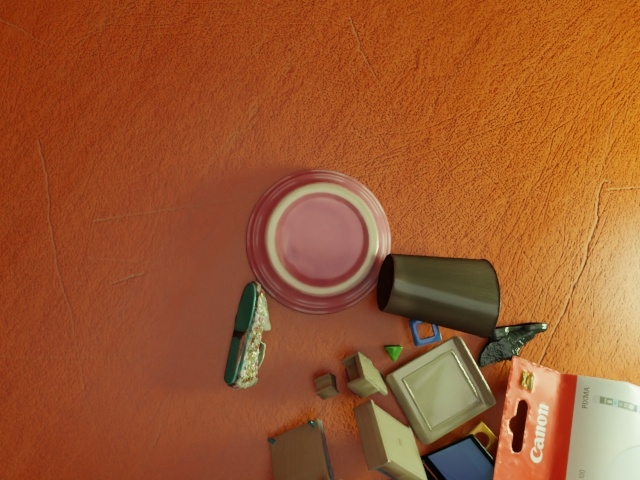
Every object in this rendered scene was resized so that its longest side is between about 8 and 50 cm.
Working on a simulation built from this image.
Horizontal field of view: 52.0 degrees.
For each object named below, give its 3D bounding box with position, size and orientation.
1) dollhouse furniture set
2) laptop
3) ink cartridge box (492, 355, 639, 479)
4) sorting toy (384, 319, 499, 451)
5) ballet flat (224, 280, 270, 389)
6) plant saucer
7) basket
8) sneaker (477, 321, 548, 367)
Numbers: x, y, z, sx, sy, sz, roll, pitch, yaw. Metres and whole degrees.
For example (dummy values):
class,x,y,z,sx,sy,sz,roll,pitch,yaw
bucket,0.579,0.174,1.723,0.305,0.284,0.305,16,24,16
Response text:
class,x,y,z,sx,sy,sz,roll,pitch,yaw
dollhouse furniture set,0.032,0.458,1.438,0.303,0.198,0.286,-29,47,15
laptop,0.285,0.593,1.424,0.264,0.136,0.234,-39,90,-19
ink cartridge box,0.585,0.444,1.424,0.385,0.091,0.308,20,67,-8
sorting toy,0.272,0.340,1.493,0.196,0.047,0.347,-29,89,-3
ballet flat,-0.152,0.210,1.445,0.077,0.091,0.240,15,88,-36
plant saucer,0.000,0.000,1.468,0.332,0.084,0.332,0,86,-7
basket,0.248,0.109,1.426,0.227,0.204,0.154,9,123,-10
sneaker,0.446,0.241,1.519,0.170,0.051,0.089,-7,86,-2
